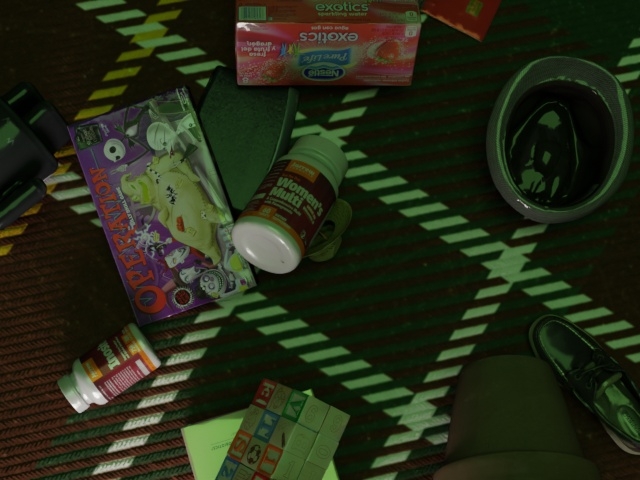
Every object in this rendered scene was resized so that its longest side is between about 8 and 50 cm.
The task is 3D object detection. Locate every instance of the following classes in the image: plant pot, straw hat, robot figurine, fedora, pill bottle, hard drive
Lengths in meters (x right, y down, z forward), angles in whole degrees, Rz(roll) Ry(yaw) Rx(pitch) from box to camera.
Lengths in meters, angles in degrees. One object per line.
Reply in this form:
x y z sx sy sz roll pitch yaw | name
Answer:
0.302 0.310 1.615 0.263 0.263 0.229 3 61 -3 | plant pot
0.000 0.000 1.718 0.144 0.144 0.061 -38 124 -9 | straw hat
-0.537 -0.127 1.647 0.278 0.209 0.173 -42 115 -10 | robot figurine
0.394 -0.163 1.744 0.244 0.124 0.275 4 88 -1 | fedora
-0.339 0.206 1.649 0.152 0.086 0.086 -35 84 -9 | pill bottle
-0.044 -0.063 1.668 0.121 0.121 0.221 29 56 1 | pill bottle
-0.143 -0.164 1.742 0.172 0.054 0.254 17 80 -1 | hard drive

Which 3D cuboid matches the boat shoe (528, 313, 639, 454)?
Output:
0.461 0.234 1.696 0.103 0.092 0.285 -38 85 -9 | boat shoe

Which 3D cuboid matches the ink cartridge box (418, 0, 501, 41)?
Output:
0.233 -0.540 1.829 0.261 0.066 0.296 25 80 2 | ink cartridge box

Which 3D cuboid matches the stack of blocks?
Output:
-0.071 0.361 1.470 0.087 0.171 0.297 33 76 -33 | stack of blocks

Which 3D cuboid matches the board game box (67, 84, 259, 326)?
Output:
-0.254 -0.056 1.677 0.208 0.056 0.346 -20 93 5 | board game box

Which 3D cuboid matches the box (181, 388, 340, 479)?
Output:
-0.083 0.379 1.622 0.214 0.117 0.243 -16 81 -7 | box

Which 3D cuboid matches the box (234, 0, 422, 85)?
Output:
0.007 -0.360 1.720 0.300 0.142 0.154 -1 53 -5 | box
